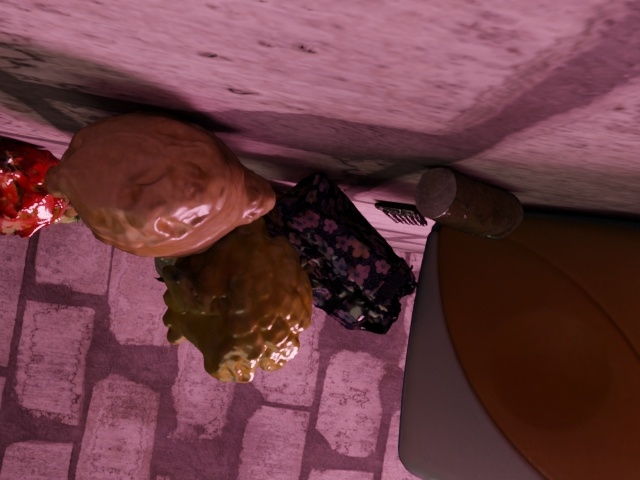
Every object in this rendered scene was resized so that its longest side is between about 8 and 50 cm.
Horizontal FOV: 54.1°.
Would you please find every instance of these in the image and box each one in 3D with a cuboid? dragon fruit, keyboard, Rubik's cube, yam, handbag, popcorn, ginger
[{"bbox_3d":[-0.426,-0.096,0.873,0.152,0.153,0.111,9,145,-13],"label":"dragon fruit"},{"bbox_3d":[0.132,-0.040,0.994,0.061,0.013,0.204,8,178,15],"label":"keyboard"},{"bbox_3d":[0.326,0.154,0.805,0.351,0.348,0.351,8,178,29],"label":"Rubik's cube"},{"bbox_3d":[0.142,-0.032,0.591,0.054,0.054,0.132,7,176,43],"label":"yam"},{"bbox_3d":[0.021,0.023,0.773,0.208,0.126,0.228,49,174,-1],"label":"handbag"},{"bbox_3d":[-0.092,0.061,0.656,0.173,0.174,0.142,8,-155,17],"label":"popcorn"},{"bbox_3d":[-0.159,-0.048,0.584,0.189,0.127,0.354,-2,-174,-27],"label":"ginger"}]

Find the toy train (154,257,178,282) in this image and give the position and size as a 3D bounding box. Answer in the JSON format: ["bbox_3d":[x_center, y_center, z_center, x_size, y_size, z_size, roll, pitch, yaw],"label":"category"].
[{"bbox_3d":[-0.206,-0.002,1.201,0.159,0.189,0.271,10,176,-44],"label":"toy train"}]

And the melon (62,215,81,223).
[{"bbox_3d":[-0.759,-0.113,1.547,0.323,0.124,0.196,4,-179,-22],"label":"melon"}]

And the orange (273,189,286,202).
[{"bbox_3d":[-0.093,0.018,0.952,0.219,0.193,0.219,-1,-148,1],"label":"orange"}]

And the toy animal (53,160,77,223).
[{"bbox_3d":[-0.483,-0.088,1.118,0.168,0.121,0.233,-2,179,10],"label":"toy animal"}]
